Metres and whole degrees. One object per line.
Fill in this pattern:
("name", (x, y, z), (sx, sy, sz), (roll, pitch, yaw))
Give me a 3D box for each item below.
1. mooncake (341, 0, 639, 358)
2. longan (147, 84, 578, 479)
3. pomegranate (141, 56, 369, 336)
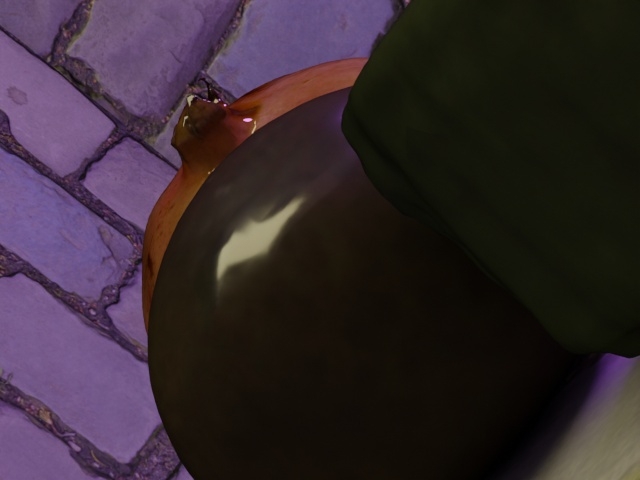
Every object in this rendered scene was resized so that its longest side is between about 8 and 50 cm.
("mooncake", (0.190, -0.112, 0.694), (0.356, 0.194, 0.356), (-43, -3, -2))
("longan", (0.033, 0.044, 0.915), (0.300, 0.243, 0.300), (-25, -34, -18))
("pomegranate", (0.000, 0.000, 1.190), (0.338, 0.338, 0.338), (-51, 1, 2))
